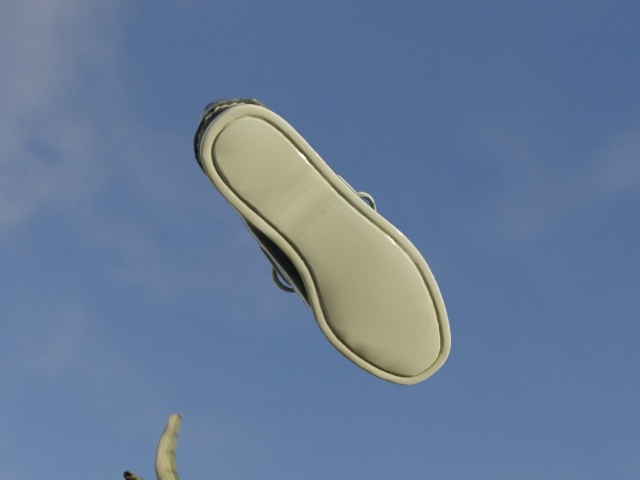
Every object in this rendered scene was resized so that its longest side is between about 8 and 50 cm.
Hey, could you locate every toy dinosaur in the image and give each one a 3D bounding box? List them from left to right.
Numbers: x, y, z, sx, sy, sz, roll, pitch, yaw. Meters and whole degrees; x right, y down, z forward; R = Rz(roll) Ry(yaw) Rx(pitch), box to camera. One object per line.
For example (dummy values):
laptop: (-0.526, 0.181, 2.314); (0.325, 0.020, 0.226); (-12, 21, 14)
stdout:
toy dinosaur: (-0.114, 0.244, 1.218); (0.118, 0.268, 0.064); (11, -58, -43)

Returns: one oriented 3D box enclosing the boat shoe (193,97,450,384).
boat shoe: (0.000, 0.000, 1.050); (0.095, 0.079, 0.254); (-44, -71, 4)
